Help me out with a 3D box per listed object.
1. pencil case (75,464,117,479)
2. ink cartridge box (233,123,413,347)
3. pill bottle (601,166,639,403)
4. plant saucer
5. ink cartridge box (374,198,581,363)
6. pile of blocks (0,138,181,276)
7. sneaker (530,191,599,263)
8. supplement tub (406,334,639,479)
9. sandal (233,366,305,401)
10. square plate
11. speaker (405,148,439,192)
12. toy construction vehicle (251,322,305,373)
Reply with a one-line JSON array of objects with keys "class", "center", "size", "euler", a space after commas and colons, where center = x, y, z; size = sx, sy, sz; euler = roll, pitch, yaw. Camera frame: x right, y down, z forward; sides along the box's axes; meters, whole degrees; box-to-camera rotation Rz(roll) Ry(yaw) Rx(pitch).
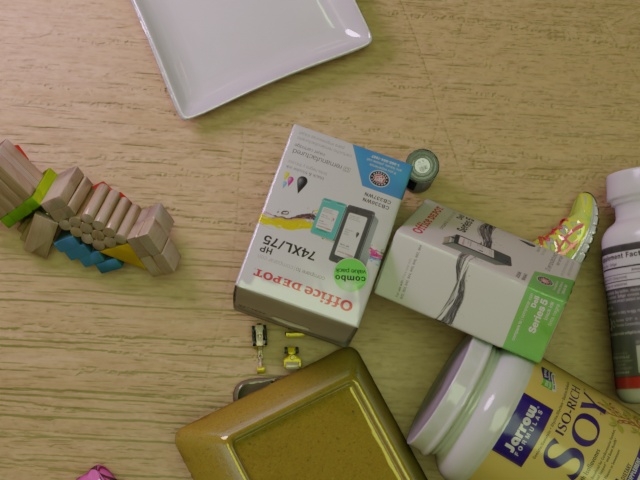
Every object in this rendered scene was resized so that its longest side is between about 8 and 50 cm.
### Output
[{"class": "pencil case", "center": [-0.394, 0.445, 1.824], "size": [0.209, 0.095, 0.098], "euler": [-36, 101, -5]}, {"class": "ink cartridge box", "center": [0.000, 0.000, 1.835], "size": [0.198, 0.197, 0.270], "euler": [19, 75, 0]}, {"class": "pill bottle", "center": [0.555, 0.070, 1.860], "size": [0.210, 0.210, 0.362], "euler": [-3, 82, -3]}, {"class": "plant saucer", "center": [0.000, 0.358, 1.781], "size": [0.333, 0.081, 0.332], "euler": [-24, 77, -22]}, {"class": "ink cartridge box", "center": [0.244, 0.057, 1.819], "size": [0.273, 0.198, 0.114], "euler": [23, 112, 11]}, {"class": "pile of blocks", "center": [-0.392, -0.047, 1.896], "size": [0.362, 0.149, 0.112], "euler": [27, 39, -8]}, {"class": "sneaker", "center": [0.385, 0.010, 1.925], "size": [0.094, 0.081, 0.208], "euler": [23, 82, 3]}, {"class": "supplement tub", "center": [0.325, 0.306, 1.799], "size": [0.331, 0.241, 0.241], "euler": [30, 82, 1]}, {"class": "sandal", "center": [-0.050, 0.240, 1.886], "size": [0.180, 0.049, 0.072], "euler": [-8, 83, -4]}, {"class": "square plate", "center": [-0.137, -0.413, 1.973], "size": [0.347, 0.049, 0.344], "euler": [-23, 83, -6]}, {"class": "speaker", "center": [0.160, -0.111, 1.902], "size": [0.055, 0.136, 0.055], "euler": [0, 85, 1]}, {"class": "toy construction vehicle", "center": [-0.068, 0.164, 1.907], "size": [0.086, 0.035, 0.098], "euler": [-4, 76, -6]}]
